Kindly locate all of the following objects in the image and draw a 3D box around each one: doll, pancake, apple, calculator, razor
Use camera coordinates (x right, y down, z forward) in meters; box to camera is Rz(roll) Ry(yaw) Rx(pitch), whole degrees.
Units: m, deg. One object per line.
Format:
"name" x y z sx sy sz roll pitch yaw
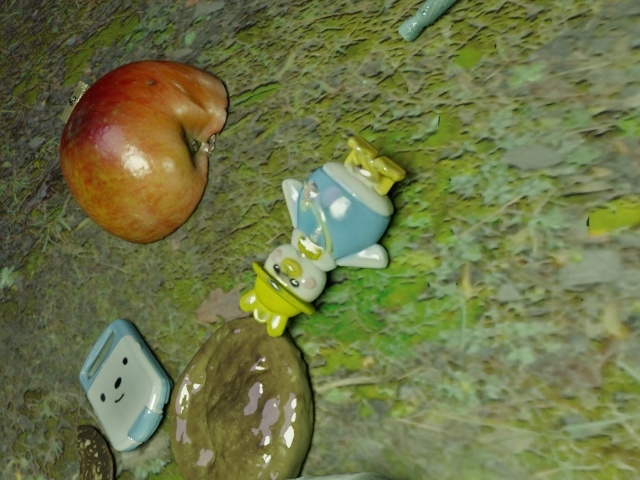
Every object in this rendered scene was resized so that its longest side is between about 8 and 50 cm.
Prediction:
"doll" 0.000 0.000 0.797 0.241 0.135 0.099 -53 19 8
"pancake" -0.108 0.206 0.831 0.241 0.050 0.242 -19 59 35
"apple" -0.289 -0.155 1.069 0.251 0.163 0.293 -9 68 40
"calculator" -0.277 0.199 0.989 0.121 0.039 0.210 -55 46 6
"pancake" -0.347 0.367 0.990 0.190 0.020 0.184 -46 49 14
"razor" 0.175 -0.311 0.797 0.232 0.106 0.068 -35 51 36

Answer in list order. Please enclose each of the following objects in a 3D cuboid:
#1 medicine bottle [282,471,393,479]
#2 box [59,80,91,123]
"medicine bottle" -0.072 0.330 0.649 0.332 0.190 0.190 -24 57 32
"box" -0.412 -0.231 1.262 0.035 0.083 0.079 31 92 44
